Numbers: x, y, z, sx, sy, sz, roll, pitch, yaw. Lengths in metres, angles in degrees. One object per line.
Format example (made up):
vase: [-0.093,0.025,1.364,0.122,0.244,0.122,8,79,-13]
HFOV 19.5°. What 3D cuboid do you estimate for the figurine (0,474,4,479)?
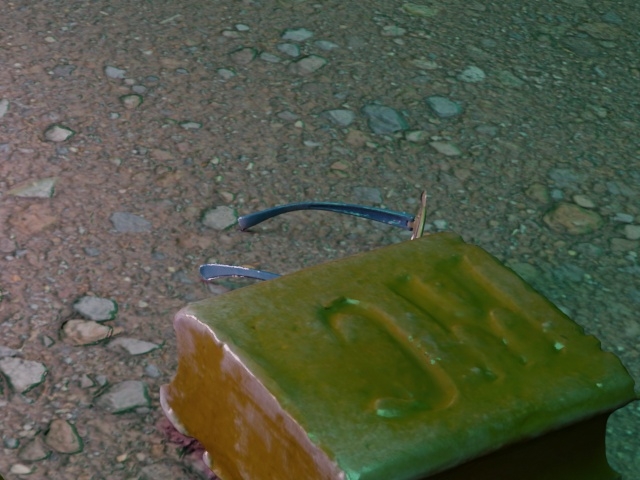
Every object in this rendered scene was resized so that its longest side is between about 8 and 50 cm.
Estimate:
figurine: [-0.351,0.235,1.408,0.256,0.167,0.192,-8,42,14]

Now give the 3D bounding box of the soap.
soap: [0.069,0.141,1.675,0.335,0.156,0.293,-15,43,-32]

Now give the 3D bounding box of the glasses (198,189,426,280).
glasses: [0.003,0.027,1.954,0.220,0.088,0.190,-3,28,20]
